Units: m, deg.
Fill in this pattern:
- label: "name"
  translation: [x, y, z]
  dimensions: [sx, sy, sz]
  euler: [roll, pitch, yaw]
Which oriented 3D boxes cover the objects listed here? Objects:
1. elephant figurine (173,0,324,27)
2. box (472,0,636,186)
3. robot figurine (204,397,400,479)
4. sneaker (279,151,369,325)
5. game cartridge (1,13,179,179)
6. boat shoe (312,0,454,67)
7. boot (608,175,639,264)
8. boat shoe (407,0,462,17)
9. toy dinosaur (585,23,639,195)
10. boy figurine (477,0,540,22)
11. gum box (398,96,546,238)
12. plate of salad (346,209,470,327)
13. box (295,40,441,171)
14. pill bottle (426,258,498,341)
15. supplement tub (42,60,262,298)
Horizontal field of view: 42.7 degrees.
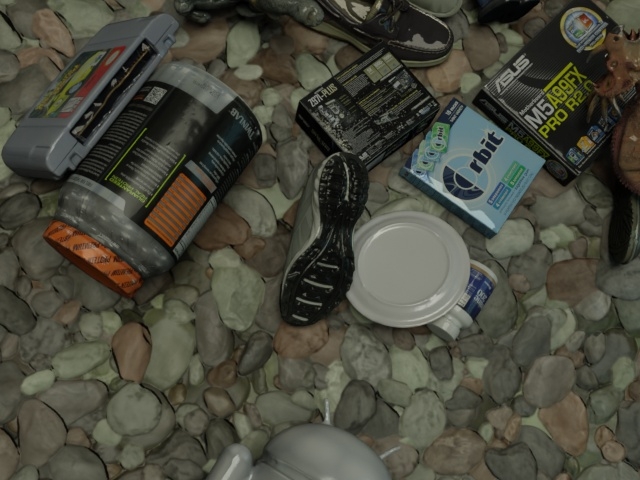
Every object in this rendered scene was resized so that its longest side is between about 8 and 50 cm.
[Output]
- label: "elephant figurine"
  translation: [-0.109, -0.421, 1.317]
  dimensions: [0.239, 0.169, 0.186]
  euler: [3, 89, 1]
- label: "box"
  translation: [0.426, -0.257, 1.380]
  dimensions: [0.270, 0.060, 0.216]
  euler: [-43, 85, -15]
- label: "robot figurine"
  translation: [-0.031, 0.392, 1.075]
  dimensions: [0.300, 0.200, 0.353]
  euler: [37, 73, -17]
- label: "sneaker"
  translation: [0.000, 0.000, 1.249]
  dimensions: [0.100, 0.108, 0.271]
  euler: [17, 89, -21]
- label: "game cartridge"
  translation: [-0.348, -0.218, 1.218]
  dimensions: [0.060, 0.196, 0.294]
  euler: [45, 66, -32]
- label: "boat shoe"
  translation: [0.089, -0.372, 1.355]
  dimensions: [0.285, 0.092, 0.103]
  euler: [21, 73, 0]
- label: "boot"
  translation: [0.587, -0.027, 1.337]
  dimensions: [0.208, 0.076, 0.189]
  euler: [17, 74, -9]
- label: "boat shoe"
  translation: [0.128, -0.512, 1.390]
  dimensions: [0.319, 0.116, 0.099]
  euler: [40, 50, -2]
- label: "toy dinosaur"
  translation: [0.503, -0.171, 1.279]
  dimensions: [0.200, 0.127, 0.295]
  euler: [4, 88, 1]
- label: "boy figurine"
  translation: [0.290, -0.519, 1.415]
  dimensions: [0.177, 0.092, 0.285]
  euler: [-8, 79, -29]
- label: "gum box"
  translation: [0.246, -0.119, 1.331]
  dimensions: [0.184, 0.041, 0.157]
  euler: [35, 74, 3]
- label: "plate of salad"
  translation: [0.129, 0.044, 1.260]
  dimensions: [0.200, 0.048, 0.200]
  euler: [-4, 62, 7]
- label: "box"
  translation: [0.075, -0.205, 1.315]
  dimensions: [0.180, 0.077, 0.147]
  euler: [-39, 82, -15]
- label: "pill bottle"
  translation: [0.215, 0.093, 1.255]
  dimensions: [0.067, 0.067, 0.120]
  euler: [35, 74, 4]
- label: "supplement tub"
  translation: [-0.242, -0.086, 1.186]
  dimensions: [0.193, 0.193, 0.316]
  euler: [34, 73, 3]
